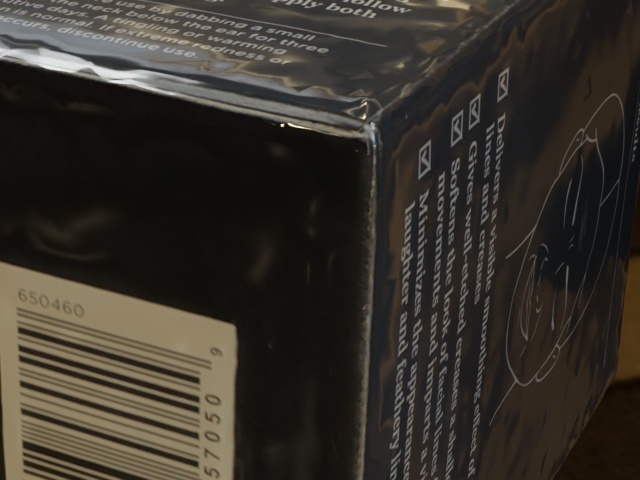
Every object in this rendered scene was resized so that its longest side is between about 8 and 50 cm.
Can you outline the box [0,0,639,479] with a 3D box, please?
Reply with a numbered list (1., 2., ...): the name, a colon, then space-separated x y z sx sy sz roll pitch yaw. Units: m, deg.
1. box: 0.000 0.000 0.775 0.212 0.395 0.294 13 117 22
